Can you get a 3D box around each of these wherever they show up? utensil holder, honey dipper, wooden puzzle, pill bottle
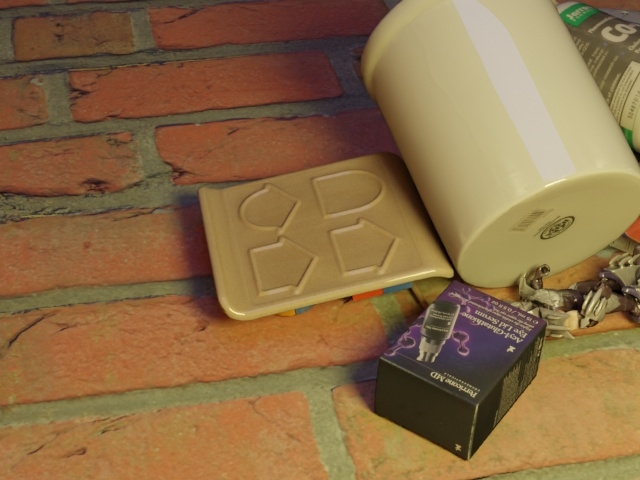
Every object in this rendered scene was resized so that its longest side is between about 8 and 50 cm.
[{"bbox_3d":[0.277,-0.166,1.796,0.327,0.327,0.385,-12,61,-18],"label":"utensil holder"},{"bbox_3d":[0.138,0.064,1.804,0.030,0.030,0.161,-12,41,-17],"label":"honey dipper"},{"bbox_3d":[0.000,0.000,1.825,0.347,0.080,0.322,-9,38,-7],"label":"wooden puzzle"},{"bbox_3d":[0.496,-0.314,2.160,0.361,0.204,0.204,32,47,33],"label":"pill bottle"}]

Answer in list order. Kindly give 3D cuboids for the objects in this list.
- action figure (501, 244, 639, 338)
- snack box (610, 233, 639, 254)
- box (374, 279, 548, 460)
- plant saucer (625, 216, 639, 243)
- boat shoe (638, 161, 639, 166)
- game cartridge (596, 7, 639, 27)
[{"bbox_3d":[0.380,0.083,1.723,0.285,0.099,0.185,-9,21,-26],"label":"action figure"},{"bbox_3d":[0.520,-0.032,1.934,0.100,0.037,0.141,26,44,26],"label":"snack box"},{"bbox_3d":[0.191,0.172,1.603,0.153,0.108,0.207,24,42,25],"label":"box"},{"bbox_3d":[0.630,-0.040,1.859,0.258,0.048,0.259,31,50,5],"label":"plant saucer"},{"bbox_3d":[0.705,-0.140,2.038,0.335,0.112,0.095,-19,60,-16],"label":"boat shoe"},{"bbox_3d":[0.679,-0.393,2.394,0.294,0.060,0.196,19,44,20],"label":"game cartridge"}]
